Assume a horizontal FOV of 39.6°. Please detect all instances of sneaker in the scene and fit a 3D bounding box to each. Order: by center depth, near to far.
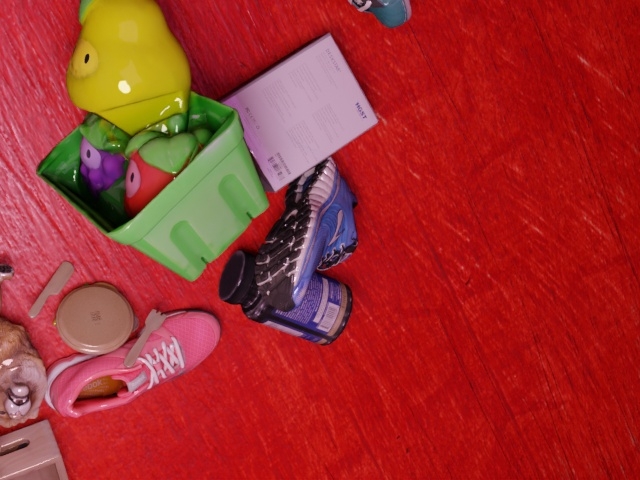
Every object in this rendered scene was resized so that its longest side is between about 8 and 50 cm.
[{"bbox_3d":[-0.296,0.217,1.469,0.314,0.136,0.116,-24,108,-20],"label":"sneaker"},{"bbox_3d":[0.000,0.000,1.501,0.147,0.130,0.330,44,43,-21],"label":"sneaker"},{"bbox_3d":[0.028,-0.471,1.534,0.121,0.108,0.302,-45,105,-11],"label":"sneaker"}]

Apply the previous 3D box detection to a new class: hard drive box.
[{"bbox_3d":[-0.045,-0.219,1.535,0.232,0.089,0.181,-34,106,-16],"label":"hard drive box"}]

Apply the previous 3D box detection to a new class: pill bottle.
[{"bbox_3d":[-0.062,0.097,1.564,0.219,0.123,0.123,23,88,-26],"label":"pill bottle"}]

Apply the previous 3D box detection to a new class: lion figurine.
[{"bbox_3d":[-0.599,0.144,1.335,0.392,0.142,0.240,15,114,-11],"label":"lion figurine"}]

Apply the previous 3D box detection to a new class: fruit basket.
[{"bbox_3d":[-0.277,-0.167,1.292,0.283,0.392,0.392,-46,113,-12],"label":"fruit basket"}]

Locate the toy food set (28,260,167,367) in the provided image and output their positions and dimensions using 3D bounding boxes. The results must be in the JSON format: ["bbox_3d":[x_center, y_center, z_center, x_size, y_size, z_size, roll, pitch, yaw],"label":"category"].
[{"bbox_3d":[-0.363,0.128,1.441,0.192,0.038,0.132,29,55,0],"label":"toy food set"}]

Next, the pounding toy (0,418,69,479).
[{"bbox_3d":[-0.500,0.349,1.384,0.181,0.094,0.206,-18,133,-21],"label":"pounding toy"}]
